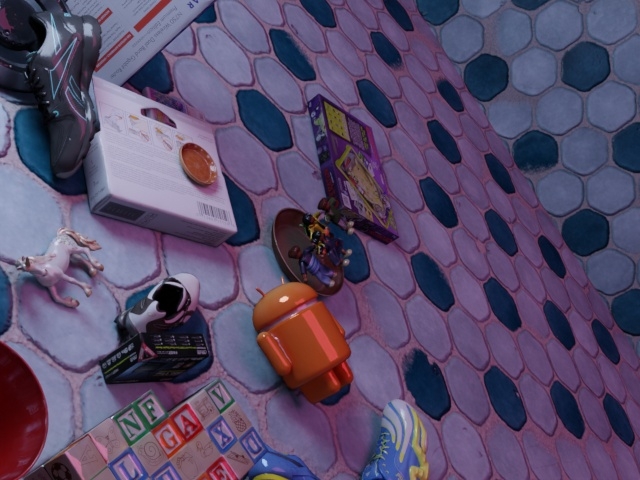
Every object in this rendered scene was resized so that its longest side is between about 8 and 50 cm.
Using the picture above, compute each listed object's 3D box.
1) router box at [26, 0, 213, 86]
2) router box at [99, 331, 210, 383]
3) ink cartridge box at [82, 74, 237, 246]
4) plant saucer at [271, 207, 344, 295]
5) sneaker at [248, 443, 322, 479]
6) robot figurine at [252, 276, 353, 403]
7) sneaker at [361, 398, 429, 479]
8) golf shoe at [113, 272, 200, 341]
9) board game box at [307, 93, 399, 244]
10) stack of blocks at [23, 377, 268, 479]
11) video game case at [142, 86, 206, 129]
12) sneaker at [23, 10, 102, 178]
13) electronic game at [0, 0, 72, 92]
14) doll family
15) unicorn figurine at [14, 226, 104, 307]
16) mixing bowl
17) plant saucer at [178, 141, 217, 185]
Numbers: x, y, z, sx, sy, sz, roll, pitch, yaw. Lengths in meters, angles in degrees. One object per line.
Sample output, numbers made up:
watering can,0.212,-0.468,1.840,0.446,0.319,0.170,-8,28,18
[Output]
router box,-0.336,-0.456,1.398,0.301,0.335,0.082,49,30,-15
router box,-0.231,0.165,1.186,0.122,0.092,0.038,9,54,-51
ink cartridge box,-0.278,-0.129,1.438,0.275,0.060,0.239,18,46,-48
plant saucer,-0.032,0.028,1.667,0.199,0.036,0.198,35,36,-31
sneaker,-0.025,0.373,1.308,0.209,0.069,0.082,36,32,-32
robot figurine,-0.032,0.164,1.444,0.158,0.128,0.219,-29,84,-16
sneaker,0.129,0.386,1.499,0.126,0.091,0.240,26,42,-41
golf shoe,-0.219,0.092,1.276,0.077,0.094,0.198,52,28,-6
board game box,0.076,-0.171,2.013,0.208,0.056,0.346,23,44,-38
stack of blocks,-0.211,0.288,1.098,0.171,0.087,0.297,56,30,1
video game case,-0.261,-0.198,1.573,0.143,0.019,0.157,19,47,-46
sneaker,-0.402,-0.225,1.290,0.106,0.101,0.267,10,71,-36
electronic game,-0.483,-0.340,1.324,0.229,0.048,0.229,19,62,-42
doll family,0.000,0.000,1.634,0.111,0.076,0.193,42,35,-33
unicorn figurine,-0.361,0.036,1.168,0.111,0.060,0.162,42,17,-23
mixing bowl,-0.396,0.196,0.907,0.181,0.098,0.181,35,36,-31
plant saucer,-0.213,-0.131,1.464,0.083,0.013,0.083,36,37,-32
